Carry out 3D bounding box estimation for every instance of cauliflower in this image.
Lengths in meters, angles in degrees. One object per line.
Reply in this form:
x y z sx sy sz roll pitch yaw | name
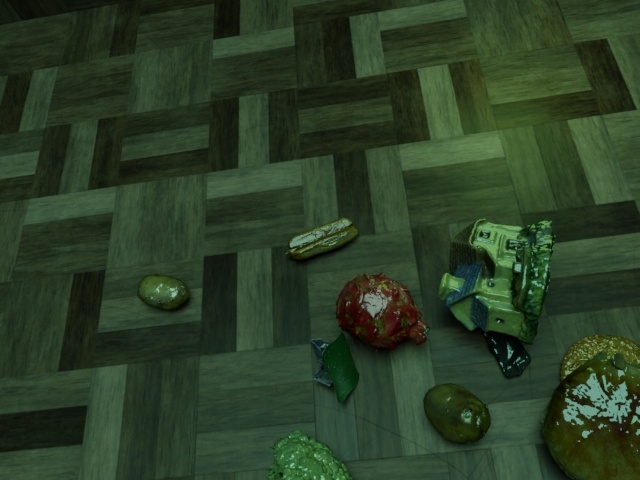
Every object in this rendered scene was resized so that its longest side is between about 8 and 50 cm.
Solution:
-0.051 0.615 1.465 0.250 0.275 0.272 -44 77 22 | cauliflower

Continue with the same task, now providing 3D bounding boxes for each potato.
-0.484 0.158 1.867 0.170 0.080 0.107 9 55 12 | potato
0.346 0.438 1.535 0.137 0.137 0.176 -38 40 -12 | potato

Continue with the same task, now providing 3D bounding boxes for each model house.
0.024 0.339 1.644 0.088 0.167 0.117 -4 27 39 | model house
0.462 0.081 1.607 0.266 0.261 0.321 9 41 19 | model house

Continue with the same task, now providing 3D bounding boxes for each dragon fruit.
0.172 0.199 1.655 0.268 0.210 0.205 23 91 14 | dragon fruit

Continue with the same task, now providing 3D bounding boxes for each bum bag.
0.493 0.272 1.642 0.087 0.049 0.198 -25 60 1 | bum bag

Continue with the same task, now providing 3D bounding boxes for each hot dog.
0.000 0.000 1.880 0.235 0.062 0.092 -19 59 -4 | hot dog

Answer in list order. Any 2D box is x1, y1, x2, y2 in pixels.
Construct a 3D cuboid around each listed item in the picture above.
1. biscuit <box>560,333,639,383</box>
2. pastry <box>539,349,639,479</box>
0.745 0.356 1.556 0.253 0.035 0.254 -5 60 8 | biscuit
0.690 0.440 1.431 0.329 0.136 0.330 -3 76 14 | pastry
